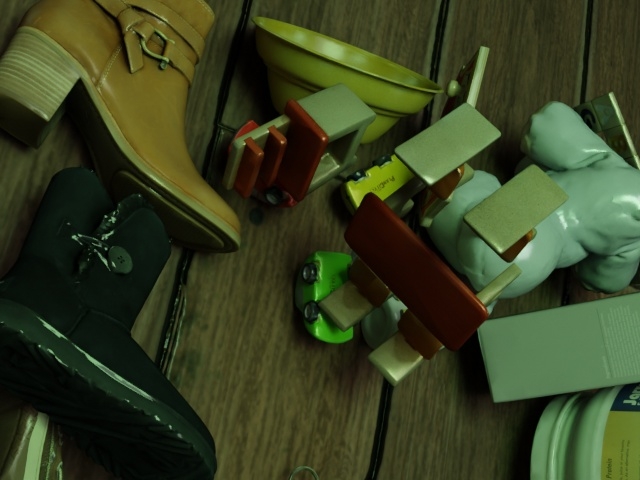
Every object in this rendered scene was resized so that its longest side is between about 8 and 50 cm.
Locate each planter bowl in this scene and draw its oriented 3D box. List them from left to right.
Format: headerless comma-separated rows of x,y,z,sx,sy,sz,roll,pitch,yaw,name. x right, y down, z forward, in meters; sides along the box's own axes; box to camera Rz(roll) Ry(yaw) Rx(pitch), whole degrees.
0.014,-0.159,0.919,0.217,0.217,0.090,11,111,-31,planter bowl

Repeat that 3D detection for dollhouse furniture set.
0.047,-0.010,0.777,0.135,0.262,0.259,-34,72,-32,dollhouse furniture set

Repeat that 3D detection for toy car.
0.000,0.000,0.922,0.239,0.053,0.224,7,75,-31,toy car

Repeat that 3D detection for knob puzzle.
0.131,-0.108,0.962,0.030,0.213,0.213,15,68,-2,knob puzzle

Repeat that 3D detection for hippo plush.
0.259,0.004,1.001,0.237,0.294,0.234,-26,130,-14,hippo plush

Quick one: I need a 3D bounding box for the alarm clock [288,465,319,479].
-0.056,0.294,0.811,0.129,0.064,0.192,48,55,-14,alarm clock

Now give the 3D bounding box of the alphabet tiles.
0.355,-0.055,1.083,0.009,0.198,0.237,-22,91,-14,alphabet tiles

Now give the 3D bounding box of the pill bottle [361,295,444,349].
0.109,0.092,0.962,0.116,0.065,0.065,5,76,-31,pill bottle

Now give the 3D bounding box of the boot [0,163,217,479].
-0.160,0.070,0.727,0.246,0.094,0.207,44,35,-22,boot

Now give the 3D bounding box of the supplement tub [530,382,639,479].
0.419,0.268,0.946,0.228,0.316,0.228,10,77,-48,supplement tub

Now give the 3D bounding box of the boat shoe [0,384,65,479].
-0.251,0.200,0.704,0.095,0.095,0.257,46,42,-58,boat shoe

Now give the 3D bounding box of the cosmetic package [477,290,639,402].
0.310,0.116,0.972,0.127,0.238,0.107,9,72,-69,cosmetic package

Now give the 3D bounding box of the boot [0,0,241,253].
-0.157,-0.136,0.835,0.283,0.109,0.220,34,58,-14,boot
